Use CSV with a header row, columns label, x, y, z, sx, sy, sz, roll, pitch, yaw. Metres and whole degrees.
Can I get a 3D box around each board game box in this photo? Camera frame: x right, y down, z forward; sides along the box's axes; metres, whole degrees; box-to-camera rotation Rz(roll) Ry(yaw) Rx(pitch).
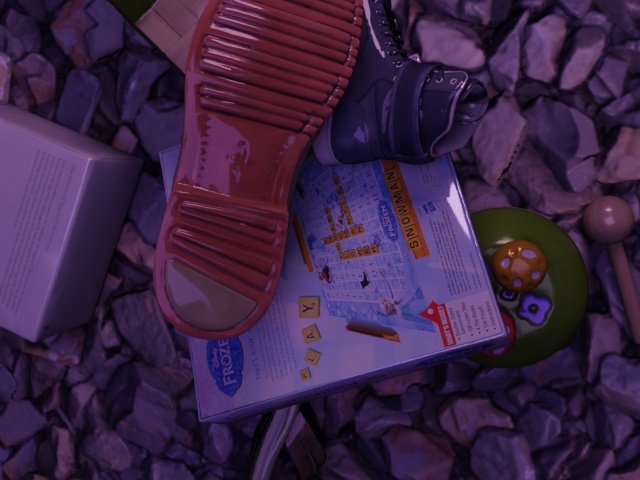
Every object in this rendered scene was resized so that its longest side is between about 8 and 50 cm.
label,x,y,z,sx,sy,sz,roll,pitch,yaw
board game box,0.000,0.000,0.789,0.318,0.066,0.318,-18,68,13

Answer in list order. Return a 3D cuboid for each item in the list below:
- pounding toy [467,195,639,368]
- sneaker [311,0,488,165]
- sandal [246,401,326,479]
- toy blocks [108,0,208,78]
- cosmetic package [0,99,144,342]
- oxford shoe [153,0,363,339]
label,x,y,z,sx,sy,sz,roll,pitch,yaw
pounding toy,0.223,0.053,0.784,0.237,0.110,0.183,-11,93,13
sneaker,0.088,-0.181,0.725,0.163,0.086,0.226,5,83,32
sandal,-0.027,0.222,0.855,0.086,0.120,0.302,19,99,-4
toy blocks,-0.121,-0.334,0.797,0.261,0.191,0.381,-45,78,0
cosmetic package,-0.366,-0.033,0.885,0.225,0.138,0.224,23,100,10
oxford shoe,-0.068,-0.110,0.697,0.140,0.146,0.397,20,86,-10
